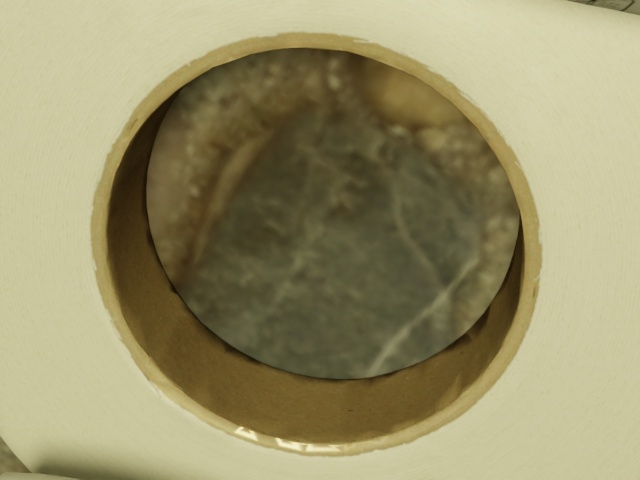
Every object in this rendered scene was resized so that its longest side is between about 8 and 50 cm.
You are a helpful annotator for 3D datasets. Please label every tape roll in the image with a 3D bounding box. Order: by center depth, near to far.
[{"bbox_3d":[0.000,0.000,0.505,0.392,0.072,0.392,3,112,7],"label":"tape roll"}]

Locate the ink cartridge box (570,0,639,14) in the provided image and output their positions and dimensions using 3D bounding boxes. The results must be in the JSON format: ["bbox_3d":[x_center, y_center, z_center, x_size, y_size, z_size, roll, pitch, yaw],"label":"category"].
[{"bbox_3d":[0.148,-0.270,0.359,0.308,0.091,0.385,12,87,4],"label":"ink cartridge box"}]

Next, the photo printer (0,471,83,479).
[{"bbox_3d":[-0.081,0.246,0.541,0.256,0.107,0.307,23,135,-2],"label":"photo printer"}]
